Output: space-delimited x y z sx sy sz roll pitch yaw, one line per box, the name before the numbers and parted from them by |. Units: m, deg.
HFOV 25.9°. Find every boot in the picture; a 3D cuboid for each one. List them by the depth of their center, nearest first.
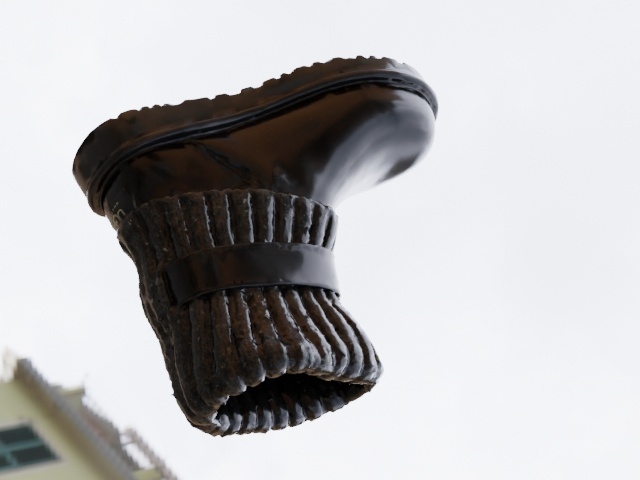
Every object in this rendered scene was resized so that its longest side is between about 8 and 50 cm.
boot | -0.002 0.003 1.104 0.260 0.348 0.131 57 -32 27
